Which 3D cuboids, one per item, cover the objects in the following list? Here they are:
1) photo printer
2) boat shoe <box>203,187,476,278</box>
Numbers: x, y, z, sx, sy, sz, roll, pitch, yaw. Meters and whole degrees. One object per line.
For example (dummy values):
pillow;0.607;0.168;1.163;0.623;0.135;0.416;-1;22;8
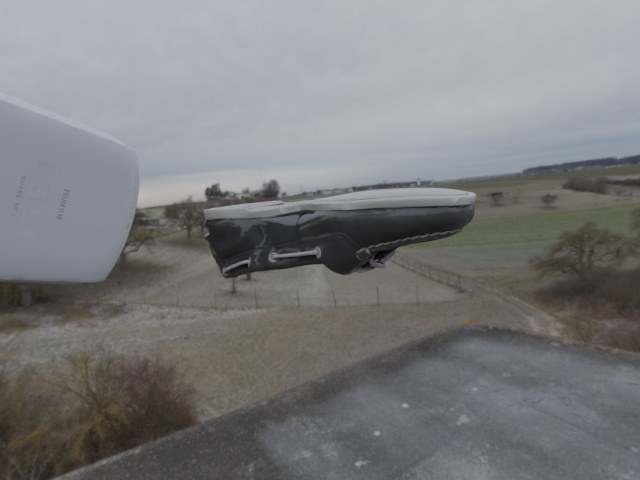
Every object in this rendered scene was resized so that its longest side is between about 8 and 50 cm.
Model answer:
photo printer;-0.419;-0.062;0.584;0.107;0.255;0.308;14;-1;30
boat shoe;0.000;0.000;0.435;0.336;0.095;0.112;0;11;38
